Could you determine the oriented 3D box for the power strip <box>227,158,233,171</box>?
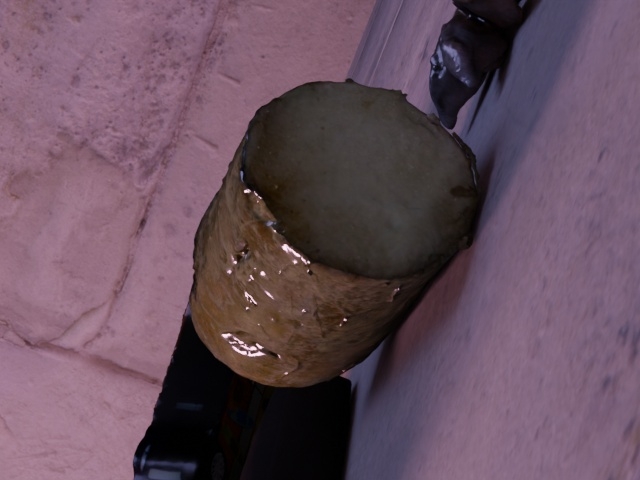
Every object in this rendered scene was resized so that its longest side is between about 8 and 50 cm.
[{"bbox_3d":[0.007,-0.010,1.451,0.215,0.145,0.061,47,-126,-54],"label":"power strip"}]

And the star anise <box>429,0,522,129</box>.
[{"bbox_3d":[0.134,-0.188,1.277,0.208,0.063,0.171,-77,8,-59],"label":"star anise"}]

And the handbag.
[{"bbox_3d":[-0.049,0.254,1.329,0.247,0.080,0.223,-77,9,-61],"label":"handbag"}]

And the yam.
[{"bbox_3d":[0.000,0.000,1.192,0.300,0.195,0.195,125,166,-64],"label":"yam"}]

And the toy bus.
[{"bbox_3d":[-0.112,0.158,1.463,0.092,0.093,0.408,59,-142,-49],"label":"toy bus"}]

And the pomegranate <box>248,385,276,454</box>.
[{"bbox_3d":[-0.082,0.204,1.571,0.148,0.148,0.169,117,166,-54],"label":"pomegranate"}]
